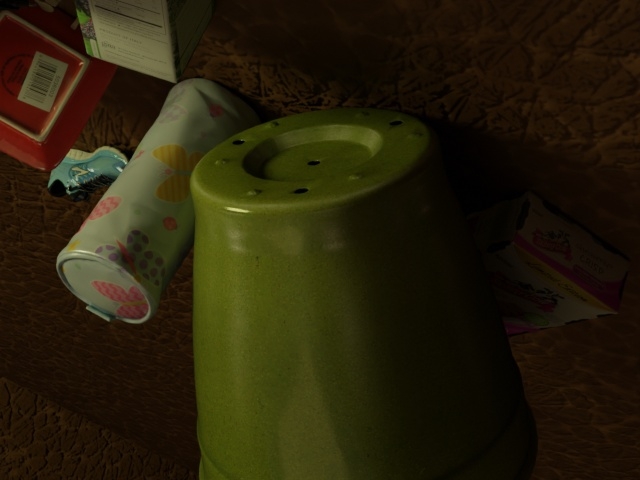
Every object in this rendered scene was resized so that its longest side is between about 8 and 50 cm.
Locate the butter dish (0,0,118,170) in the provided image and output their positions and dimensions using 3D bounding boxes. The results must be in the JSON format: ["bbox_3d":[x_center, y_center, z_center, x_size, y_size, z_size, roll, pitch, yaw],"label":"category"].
[{"bbox_3d":[-0.323,-0.176,1.086,0.160,0.160,0.118,30,176,-16],"label":"butter dish"}]

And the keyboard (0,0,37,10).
[{"bbox_3d":[-0.355,-0.233,0.782,0.201,0.317,0.033,42,122,16],"label":"keyboard"}]

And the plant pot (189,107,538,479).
[{"bbox_3d":[0.022,0.068,1.002,0.367,0.366,0.353,6,121,29],"label":"plant pot"}]

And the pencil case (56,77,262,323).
[{"bbox_3d":[-0.165,-0.046,1.049,0.113,0.273,0.124,34,146,-11],"label":"pencil case"}]

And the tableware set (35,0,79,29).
[{"bbox_3d":[-0.225,-0.241,0.996,0.154,0.024,0.104,33,149,-21],"label":"tableware set"}]

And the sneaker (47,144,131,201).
[{"bbox_3d":[-0.297,-0.078,1.311,0.162,0.073,0.063,0,147,38],"label":"sneaker"}]

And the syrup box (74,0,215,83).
[{"bbox_3d":[-0.153,-0.246,0.841,0.096,0.093,0.237,19,155,6],"label":"syrup box"}]

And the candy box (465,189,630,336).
[{"bbox_3d":[0.211,0.039,1.148,0.159,0.071,0.233,32,153,-19],"label":"candy box"}]
